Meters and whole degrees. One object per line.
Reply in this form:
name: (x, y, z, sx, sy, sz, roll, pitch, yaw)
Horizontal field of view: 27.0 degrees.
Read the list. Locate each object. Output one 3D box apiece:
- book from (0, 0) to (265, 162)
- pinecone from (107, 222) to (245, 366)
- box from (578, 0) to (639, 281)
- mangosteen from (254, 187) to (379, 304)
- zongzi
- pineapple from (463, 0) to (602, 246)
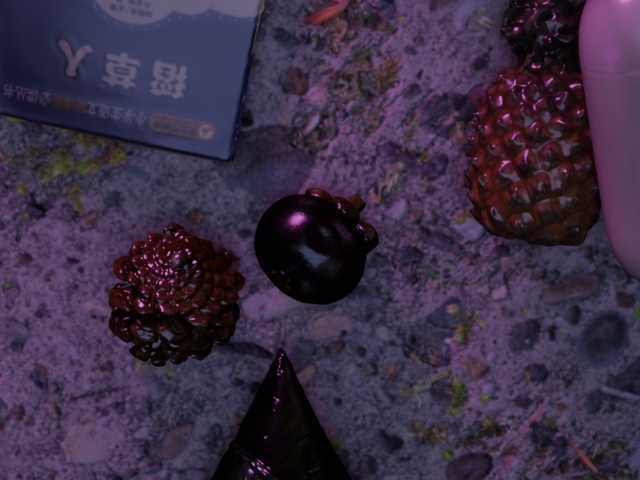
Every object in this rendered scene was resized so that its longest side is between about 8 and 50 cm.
book: (-0.203, -0.322, 1.499, 0.300, 0.039, 0.427, 11, 104, -2)
pinecone: (-0.174, 0.074, 1.547, 0.174, 0.173, 0.173, 0, 104, 0)
box: (0.376, -0.142, 1.409, 0.141, 0.289, 0.349, 1, 116, 30)
mangosteen: (0.000, 0.000, 1.546, 0.151, 0.137, 0.137, -42, 102, -24)
zongzi: (-0.078, 0.338, 1.591, 0.384, 0.319, 0.362, -23, 93, -11)
pineapple: (0.254, -0.178, 1.472, 0.175, 0.175, 0.361, 8, 101, -2)
